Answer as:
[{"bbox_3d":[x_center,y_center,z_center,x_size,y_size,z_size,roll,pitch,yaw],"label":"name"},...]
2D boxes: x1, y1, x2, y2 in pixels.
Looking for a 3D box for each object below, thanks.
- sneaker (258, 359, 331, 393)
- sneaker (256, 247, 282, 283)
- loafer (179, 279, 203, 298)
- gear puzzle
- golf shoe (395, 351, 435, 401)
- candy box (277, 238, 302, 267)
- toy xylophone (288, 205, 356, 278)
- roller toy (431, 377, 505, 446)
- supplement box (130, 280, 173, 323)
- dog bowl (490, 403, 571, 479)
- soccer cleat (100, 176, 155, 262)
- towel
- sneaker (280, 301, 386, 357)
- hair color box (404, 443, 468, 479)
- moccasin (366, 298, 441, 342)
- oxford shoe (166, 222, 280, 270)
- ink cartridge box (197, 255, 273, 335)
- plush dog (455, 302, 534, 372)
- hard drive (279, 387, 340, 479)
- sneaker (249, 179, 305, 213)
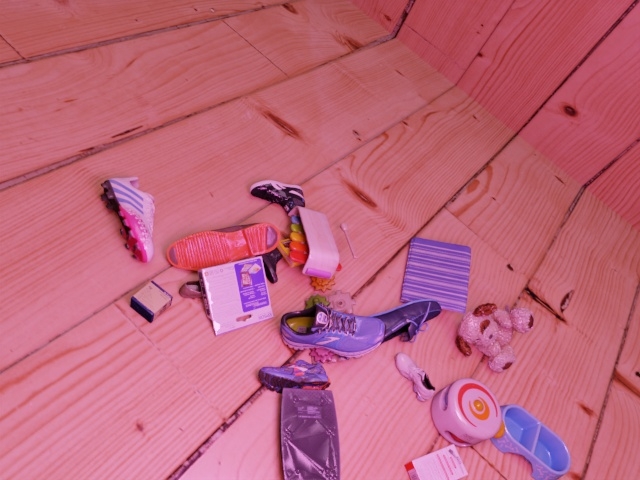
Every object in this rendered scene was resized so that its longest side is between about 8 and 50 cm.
[{"bbox_3d":[-0.081,0.400,1.418,0.221,0.083,0.087,13,37,-24],"label":"sneaker"},{"bbox_3d":[-0.163,0.066,1.644,0.089,0.051,0.170,-16,60,-31],"label":"sneaker"},{"bbox_3d":[-0.361,0.151,1.482,0.148,0.050,0.056,-3,58,-27],"label":"loafer"},{"bbox_3d":[0.036,0.235,1.570,0.176,0.044,0.338,-8,55,-1],"label":"gear puzzle"},{"bbox_3d":[0.319,0.436,1.567,0.069,0.086,0.176,-20,64,-34],"label":"golf shoe"},{"bbox_3d":[-0.059,0.031,1.709,0.206,0.027,0.105,-15,64,-49],"label":"candy box"},{"bbox_3d":[0.000,0.000,1.694,0.236,0.081,0.322,19,36,-22],"label":"toy xylophone"},{"bbox_3d":[0.466,0.545,1.510,0.191,0.146,0.209,-9,60,-30],"label":"roller toy"},{"bbox_3d":[-0.494,0.179,1.392,0.083,0.056,0.083,37,48,5],"label":"supplement box"},{"bbox_3d":[0.693,0.665,1.577,0.297,0.074,0.166,38,48,7],"label":"dog bowl"},{"bbox_3d":[-0.577,-0.082,1.515,0.143,0.116,0.331,-19,65,-35],"label":"soccer cleat"},{"bbox_3d":[0.451,0.127,1.847,0.244,0.040,0.335,10,48,13],"label":"towel"},{"bbox_3d":[0.032,0.268,1.435,0.330,0.147,0.129,-2,56,9],"label":"sneaker"},{"bbox_3d":[0.343,0.679,1.410,0.167,0.053,0.093,-6,57,-28],"label":"hair color box"},{"bbox_3d":[0.277,0.302,1.633,0.342,0.137,0.116,-16,53,-19],"label":"moccasin"},{"bbox_3d":[-0.322,0.018,1.581,0.364,0.133,0.129,-10,101,-18],"label":"oxford shoe"},{"bbox_3d":[-0.262,0.169,1.491,0.207,0.045,0.208,-12,92,-34],"label":"ink cartridge box"},{"bbox_3d":[0.603,0.319,1.732,0.226,0.262,0.210,15,16,-27],"label":"plush dog"},{"bbox_3d":[-0.035,0.547,1.330,0.172,0.054,0.254,9,51,-19],"label":"hard drive"},{"bbox_3d":[-0.154,-0.157,1.802,0.217,0.079,0.121,0,53,-27],"label":"sneaker"}]
